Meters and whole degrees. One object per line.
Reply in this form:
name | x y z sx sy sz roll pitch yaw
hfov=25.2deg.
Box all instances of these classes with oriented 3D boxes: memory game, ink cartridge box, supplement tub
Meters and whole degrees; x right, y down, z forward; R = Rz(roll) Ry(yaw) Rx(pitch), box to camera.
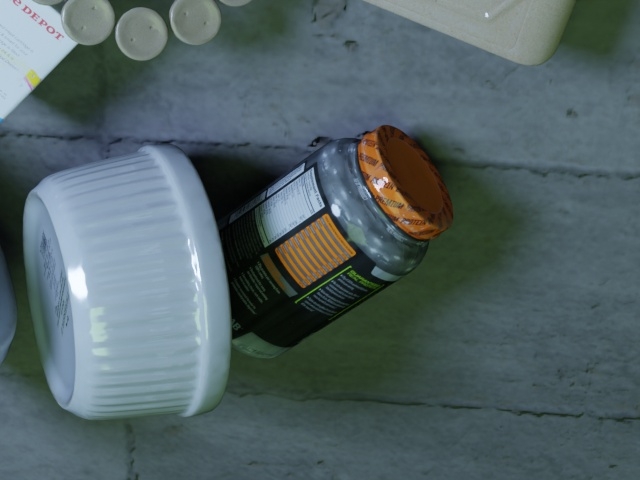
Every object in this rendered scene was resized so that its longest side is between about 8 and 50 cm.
memory game | -0.120 -0.214 0.964 0.186 0.012 0.186 -3 101 -16
ink cartridge box | -0.224 -0.161 1.019 0.092 0.090 0.143 41 119 -20
supplement tub | 0.000 0.000 1.090 0.190 0.117 0.117 -33 115 26

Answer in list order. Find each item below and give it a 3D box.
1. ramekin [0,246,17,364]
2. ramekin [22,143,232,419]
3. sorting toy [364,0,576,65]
ramekin | -0.340 0.019 1.064 0.127 0.273 0.273 -30 117 11
ramekin | -0.150 0.037 1.064 0.109 0.207 0.207 -9 128 -21
sorting toy | 0.086 -0.234 0.948 0.208 0.038 0.193 21 126 6
